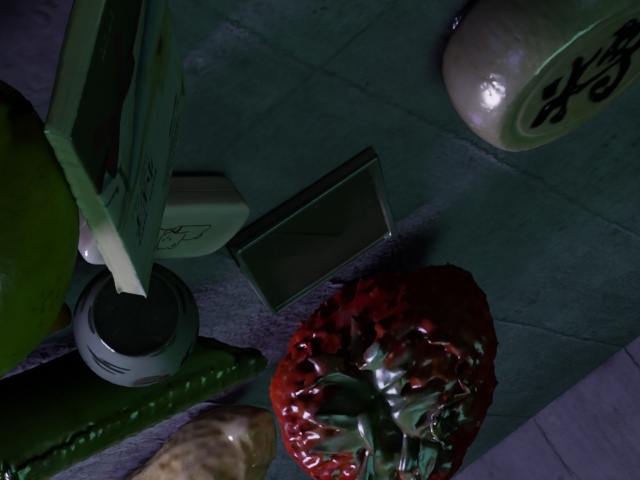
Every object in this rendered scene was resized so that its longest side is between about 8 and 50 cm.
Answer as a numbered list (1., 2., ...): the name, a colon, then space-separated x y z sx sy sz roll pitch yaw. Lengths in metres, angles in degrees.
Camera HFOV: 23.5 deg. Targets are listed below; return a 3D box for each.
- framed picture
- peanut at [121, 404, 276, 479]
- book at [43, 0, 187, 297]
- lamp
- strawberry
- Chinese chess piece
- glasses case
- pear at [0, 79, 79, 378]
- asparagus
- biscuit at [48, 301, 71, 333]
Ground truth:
1. framed picture: 0.000 0.000 1.729 0.189 0.023 0.260 -33 160 -3
2. peanut: -0.180 0.336 2.044 0.325 0.140 0.153 -41 153 13
3. book: -0.139 -0.099 1.098 0.026 0.201 0.289 6 159 6
4. lamp: -0.177 0.081 1.472 0.121 0.121 0.214 -30 177 -12
5. strawberry: 0.096 0.167 1.959 0.312 0.267 0.351 -43 -177 7
6. Chinese chess piece: 0.243 -0.201 1.537 0.257 0.104 0.257 -30 160 -12
7. glasses case: -0.147 -0.020 1.419 0.196 0.050 0.083 -5 143 -53
8. pear: -0.276 0.007 1.056 0.269 0.212 0.212 -52 155 19
9. asparagus: -0.236 0.164 1.599 0.382 0.128 0.108 -22 125 -35
10. biscuit: -0.315 0.070 1.362 0.164 0.047 0.208 -28 162 -8
